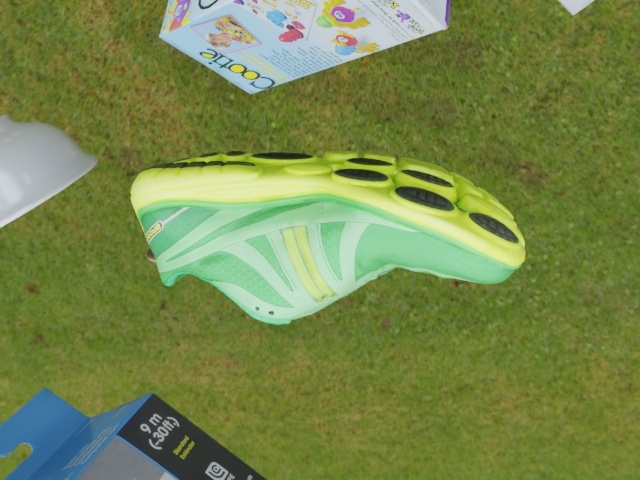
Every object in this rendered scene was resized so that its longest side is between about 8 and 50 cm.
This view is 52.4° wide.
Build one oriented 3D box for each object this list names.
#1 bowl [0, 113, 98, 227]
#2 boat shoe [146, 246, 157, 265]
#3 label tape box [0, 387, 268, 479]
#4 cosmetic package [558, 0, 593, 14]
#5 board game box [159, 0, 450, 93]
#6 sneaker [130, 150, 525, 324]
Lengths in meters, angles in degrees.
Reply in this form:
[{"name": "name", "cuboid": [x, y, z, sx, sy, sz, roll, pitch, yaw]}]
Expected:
[{"name": "bowl", "cuboid": [-0.514, -0.105, 1.018, 0.298, 0.298, 0.134, -23, 112, 18]}, {"name": "boat shoe", "cuboid": [-0.121, 0.018, 0.743, 0.178, 0.064, 0.060, -5, 129, 28]}, {"name": "label tape box", "cuboid": [-0.207, 0.283, 0.663, 0.333, 0.240, 0.106, 37, 116, 0]}, {"name": "cosmetic package", "cuboid": [0.245, -0.374, 0.694, 0.127, 0.238, 0.107, 24, 138, -38]}, {"name": "board game box", "cuboid": [-0.017, -0.274, 0.673, 0.275, 0.142, 0.144, -6, 159, 41]}, {"name": "sneaker", "cuboid": [0.000, 0.000, 0.483, 0.295, 0.109, 0.123, 6, 112, 23]}]
